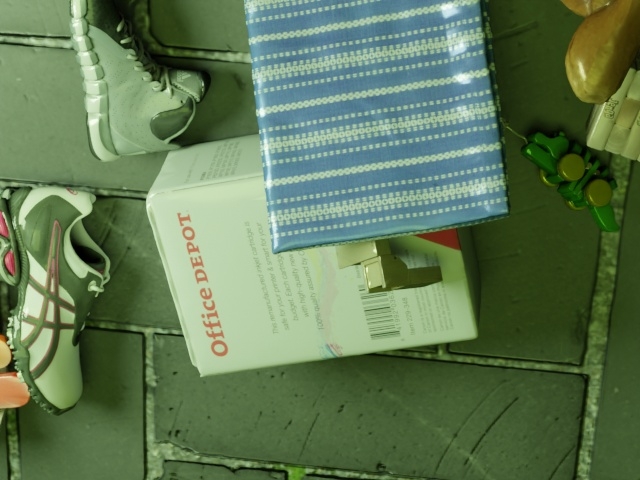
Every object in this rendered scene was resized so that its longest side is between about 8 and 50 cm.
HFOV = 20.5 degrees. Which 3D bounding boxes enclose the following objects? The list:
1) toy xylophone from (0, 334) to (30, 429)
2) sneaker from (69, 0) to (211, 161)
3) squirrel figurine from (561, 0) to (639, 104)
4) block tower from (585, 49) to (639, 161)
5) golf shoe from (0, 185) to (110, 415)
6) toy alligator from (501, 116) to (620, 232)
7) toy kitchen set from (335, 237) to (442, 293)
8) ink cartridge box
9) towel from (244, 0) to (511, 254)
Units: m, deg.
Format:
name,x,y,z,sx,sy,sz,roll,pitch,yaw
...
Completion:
name,x,y,z,sx,sy,sz,roll,pitch,yaw
toy xylophone,-0.461,0.084,1.975,0.236,0.081,0.323,-11,114,14
sneaker,-0.179,-0.187,1.805,0.132,0.086,0.229,-2,126,4
squirrel figurine,0.173,-0.386,1.495,0.370,0.397,0.281,27,134,-4
block tower,0.431,-0.097,1.708,0.335,0.091,0.097,18,115,-2
golf shoe,-0.285,0.070,1.933,0.120,0.105,0.273,-7,116,4
toy alligator,0.247,-0.085,1.806,0.189,0.056,0.051,42,73,-12
toy kitchen set,0.065,0.010,1.750,0.068,0.075,0.083,-20,77,54
ink cartridge box,0.000,0.000,1.837,0.306,0.131,0.226,-7,115,12
towel,0.049,-0.168,1.703,0.243,0.040,0.336,-8,81,13
